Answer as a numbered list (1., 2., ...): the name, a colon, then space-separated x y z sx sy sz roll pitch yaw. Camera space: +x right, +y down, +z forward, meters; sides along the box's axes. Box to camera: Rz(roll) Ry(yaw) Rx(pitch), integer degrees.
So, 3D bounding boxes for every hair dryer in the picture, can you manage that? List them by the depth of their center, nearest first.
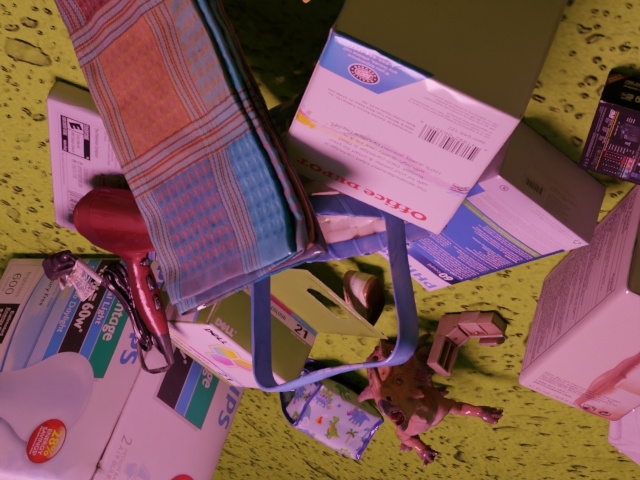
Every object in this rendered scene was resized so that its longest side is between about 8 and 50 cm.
1. hair dryer: -0.223 0.029 1.753 0.223 0.080 0.293 42 143 0

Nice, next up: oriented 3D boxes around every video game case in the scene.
1. video game case: -0.198 -0.054 1.767 0.300 0.036 0.329 21 152 2

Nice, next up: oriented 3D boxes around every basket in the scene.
1. basket: 0.000 0.000 1.425 0.201 0.288 0.255 1 166 -38

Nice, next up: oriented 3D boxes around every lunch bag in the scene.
1. lunch bag: 0.009 0.247 2.107 0.129 0.096 0.151 33 -179 -20

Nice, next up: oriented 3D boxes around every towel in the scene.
1. towel: -0.142 -0.122 1.351 0.271 0.040 0.370 -26 86 55

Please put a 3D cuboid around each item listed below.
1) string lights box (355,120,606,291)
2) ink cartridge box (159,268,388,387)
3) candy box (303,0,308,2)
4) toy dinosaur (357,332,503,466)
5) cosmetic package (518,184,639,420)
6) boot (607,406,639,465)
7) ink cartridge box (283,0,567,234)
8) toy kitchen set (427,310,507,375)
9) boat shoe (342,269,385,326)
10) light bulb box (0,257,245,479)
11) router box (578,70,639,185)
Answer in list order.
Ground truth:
1. string lights box: 0.162 -0.030 1.500 0.133 0.076 0.260 35 150 -24
2. ink cartridge box: -0.073 0.116 1.824 0.255 0.097 0.189 1 149 44
3. candy box: -0.058 -0.298 1.174 0.206 0.027 0.105 43 152 -10
4. toy dinosaur: 0.110 0.193 1.901 0.200 0.127 0.296 47 171 -21
5. cosmetic package: 0.332 0.066 1.475 0.129 0.153 0.296 22 155 -3
6. boot: 0.452 0.272 1.847 0.123 0.095 0.258 12 144 30
7. ink cartridge box: 0.087 -0.149 1.234 0.171 0.168 0.232 25 153 -3
8. toy kitchen set: 0.197 0.140 1.790 0.083 0.075 0.068 -7 143 42
9. boat shoe: 0.053 0.076 1.815 0.045 0.050 0.135 27 154 18
10. light bulb box: -0.330 0.228 2.026 0.361 0.357 0.225 -1 147 36
11. router box: 0.300 -0.100 1.312 0.092 0.038 0.122 18 153 8
